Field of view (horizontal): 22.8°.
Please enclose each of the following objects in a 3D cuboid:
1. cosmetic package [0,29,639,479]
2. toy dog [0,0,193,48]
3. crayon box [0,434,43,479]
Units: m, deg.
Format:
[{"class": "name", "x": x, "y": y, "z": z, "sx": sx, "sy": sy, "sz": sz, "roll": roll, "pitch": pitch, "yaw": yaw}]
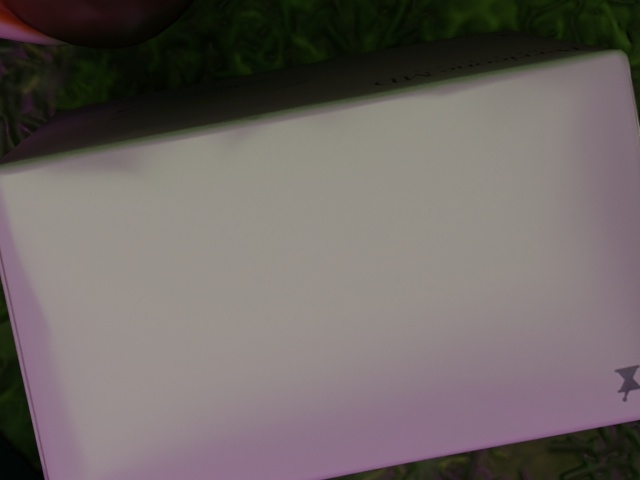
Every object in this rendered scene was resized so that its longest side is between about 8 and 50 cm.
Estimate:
[{"class": "cosmetic package", "x": 0.000, "y": 0.000, "z": 0.645, "sx": 0.224, "sy": 0.224, "sz": 0.138, "roll": -11, "pitch": 101, "yaw": -2}, {"class": "toy dog", "x": -0.093, "y": -0.277, "z": 0.595, "sx": 0.395, "sy": 0.284, "sz": 0.408, "roll": 16, "pitch": 99, "yaw": -43}, {"class": "crayon box", "x": -0.249, "y": 0.262, "z": 0.738, "sx": 0.363, "sy": 0.106, "sz": 0.313, "roll": -40, "pitch": 100, "yaw": 4}]
